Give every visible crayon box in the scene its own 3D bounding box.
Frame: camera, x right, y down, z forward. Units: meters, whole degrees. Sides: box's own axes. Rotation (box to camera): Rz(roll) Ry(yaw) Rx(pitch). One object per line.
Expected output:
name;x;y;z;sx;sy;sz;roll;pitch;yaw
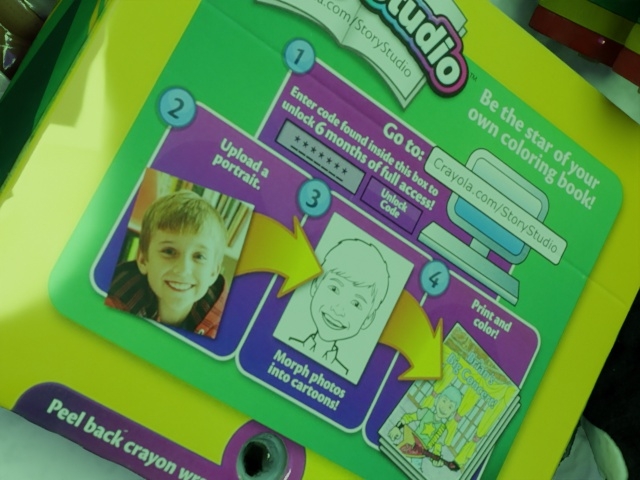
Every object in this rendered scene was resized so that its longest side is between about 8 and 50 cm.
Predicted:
crayon box;0.000;0.000;0.686;0.363;0.106;0.313;33;76;-27

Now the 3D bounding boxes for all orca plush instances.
orca plush;0.189;0.109;0.705;0.151;0.102;0.287;6;50;19

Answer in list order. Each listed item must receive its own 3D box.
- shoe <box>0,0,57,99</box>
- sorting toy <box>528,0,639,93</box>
shoe;-0.163;-0.101;0.680;0.219;0.058;0.076;42;75;-14
sorting toy;0.255;-0.110;0.746;0.257;0.255;0.089;20;106;-16
